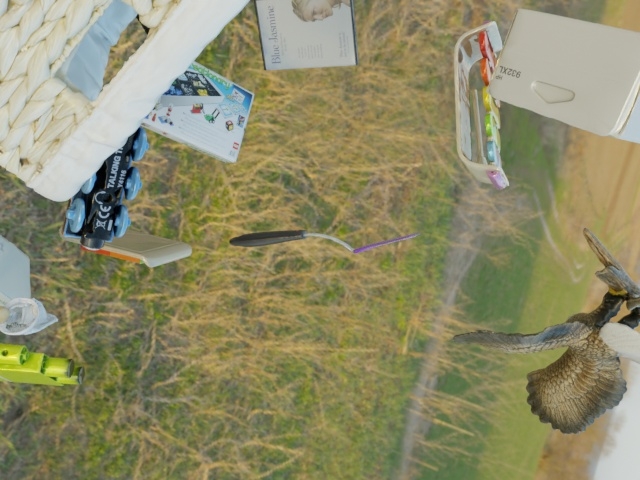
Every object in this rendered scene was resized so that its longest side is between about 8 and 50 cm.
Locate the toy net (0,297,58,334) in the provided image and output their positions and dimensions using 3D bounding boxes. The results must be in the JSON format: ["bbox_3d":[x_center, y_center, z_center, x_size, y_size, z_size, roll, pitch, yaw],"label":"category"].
[{"bbox_3d":[-0.460,0.105,0.888,0.232,0.122,0.045,1,112,-46],"label":"toy net"}]

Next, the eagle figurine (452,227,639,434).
[{"bbox_3d":[0.396,0.170,1.064,0.298,0.226,0.225,-43,144,20],"label":"eagle figurine"}]

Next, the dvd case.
[{"bbox_3d":[-0.035,-0.519,1.636,0.022,0.252,0.180,-56,143,-57],"label":"dvd case"}]

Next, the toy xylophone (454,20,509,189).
[{"bbox_3d":[0.326,-0.259,1.321,0.236,0.081,0.323,6,80,-67],"label":"toy xylophone"}]

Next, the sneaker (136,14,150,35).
[{"bbox_3d":[-0.237,-0.366,0.890,0.130,0.286,0.109,-46,175,-12],"label":"sneaker"}]

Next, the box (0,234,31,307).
[{"bbox_3d":[-0.714,0.087,1.299,0.149,0.232,0.127,80,-3,-67],"label":"box"}]

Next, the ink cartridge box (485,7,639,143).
[{"bbox_3d":[0.429,-0.215,0.936,0.307,0.223,0.129,2,113,-37],"label":"ink cartridge box"}]

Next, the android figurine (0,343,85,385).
[{"bbox_3d":[-0.675,0.278,1.468,0.248,0.272,0.056,93,3,-68],"label":"android figurine"}]

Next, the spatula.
[{"bbox_3d":[0.000,0.000,0.986,0.084,0.296,0.030,-14,105,-71],"label":"spatula"}]

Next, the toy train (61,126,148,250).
[{"bbox_3d":[-0.269,-0.083,0.816,0.080,0.105,0.184,8,104,-35],"label":"toy train"}]

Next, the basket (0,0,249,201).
[{"bbox_3d":[-0.228,-0.279,0.579,0.266,0.328,0.331,32,34,-33],"label":"basket"}]

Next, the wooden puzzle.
[{"bbox_3d":[-0.450,0.010,1.546,0.221,0.238,0.044,-24,131,-74],"label":"wooden puzzle"}]

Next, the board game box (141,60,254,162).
[{"bbox_3d":[-0.314,-0.333,1.632,0.305,0.053,0.193,22,79,-42],"label":"board game box"}]
